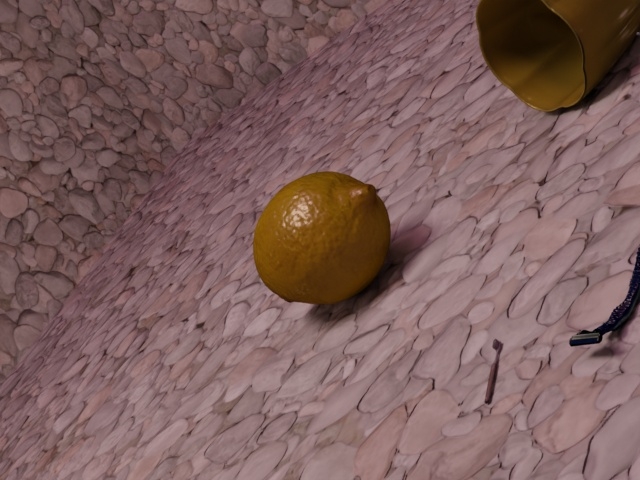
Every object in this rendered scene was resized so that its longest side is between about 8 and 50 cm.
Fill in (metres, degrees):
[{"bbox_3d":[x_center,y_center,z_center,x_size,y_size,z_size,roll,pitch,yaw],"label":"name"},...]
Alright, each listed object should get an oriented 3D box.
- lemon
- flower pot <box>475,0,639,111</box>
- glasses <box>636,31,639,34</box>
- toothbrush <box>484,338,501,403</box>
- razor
[{"bbox_3d":[0.000,0.000,1.615,0.244,0.187,0.187,-49,9,42],"label":"lemon"},{"bbox_3d":[0.342,-0.300,1.595,0.179,0.195,0.195,-36,13,-24],"label":"flower pot"},{"bbox_3d":[0.416,-0.243,1.389,0.140,0.104,0.062,-45,18,6],"label":"glasses"},{"bbox_3d":[0.175,0.132,1.190,0.006,0.008,0.097,-48,12,36],"label":"toothbrush"},{"bbox_3d":[0.290,0.046,1.105,0.154,0.028,0.044,-52,14,-25],"label":"razor"}]
